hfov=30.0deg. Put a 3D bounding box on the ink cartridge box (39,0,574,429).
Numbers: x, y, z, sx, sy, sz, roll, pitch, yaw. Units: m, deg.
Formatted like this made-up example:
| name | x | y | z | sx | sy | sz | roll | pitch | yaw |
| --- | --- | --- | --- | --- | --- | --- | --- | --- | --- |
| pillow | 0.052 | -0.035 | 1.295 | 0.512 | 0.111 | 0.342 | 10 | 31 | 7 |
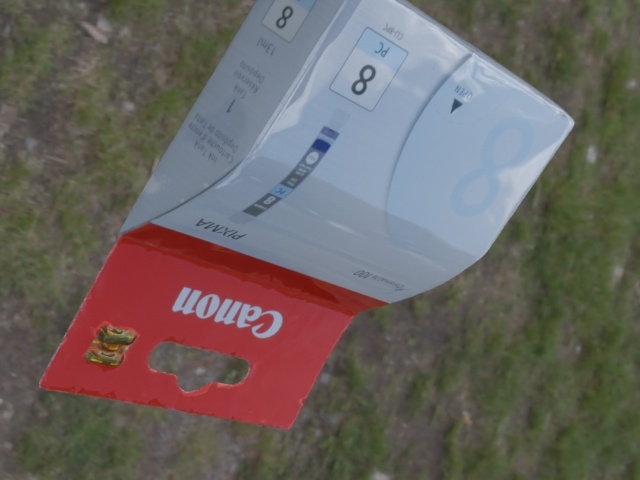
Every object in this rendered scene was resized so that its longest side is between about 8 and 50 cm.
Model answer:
| name | x | y | z | sx | sy | sz | roll | pitch | yaw |
| --- | --- | --- | --- | --- | --- | --- | --- | --- | --- |
| ink cartridge box | 0.000 | 0.000 | 0.945 | 0.308 | 0.091 | 0.385 | 20 | 104 | -49 |
